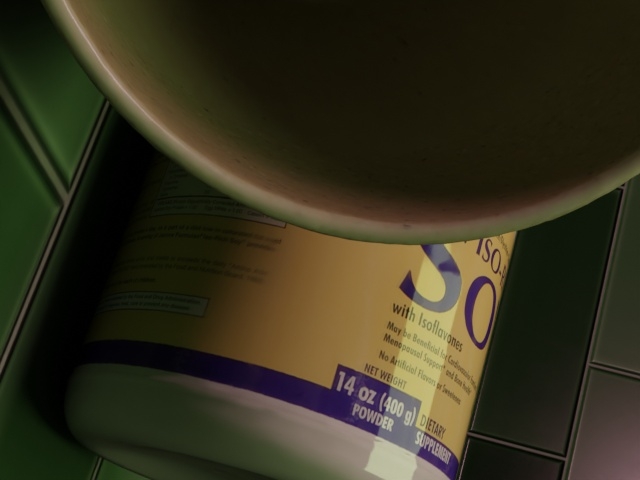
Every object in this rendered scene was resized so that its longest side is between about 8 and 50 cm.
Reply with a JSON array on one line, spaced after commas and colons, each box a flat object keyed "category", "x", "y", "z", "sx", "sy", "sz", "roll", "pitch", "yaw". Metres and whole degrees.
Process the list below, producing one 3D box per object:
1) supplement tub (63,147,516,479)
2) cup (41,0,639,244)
[{"category": "supplement tub", "x": 0.000, "y": 0.000, "z": 0.763, "sx": 0.241, "sy": 0.241, "sz": 0.331, "roll": 79, "pitch": 27, "yaw": -69}, {"category": "cup", "x": 0.023, "y": -0.187, "z": 0.556, "sx": 0.237, "sy": 0.331, "sz": 0.331, "roll": -129, "pitch": -131, "yaw": -71}]
